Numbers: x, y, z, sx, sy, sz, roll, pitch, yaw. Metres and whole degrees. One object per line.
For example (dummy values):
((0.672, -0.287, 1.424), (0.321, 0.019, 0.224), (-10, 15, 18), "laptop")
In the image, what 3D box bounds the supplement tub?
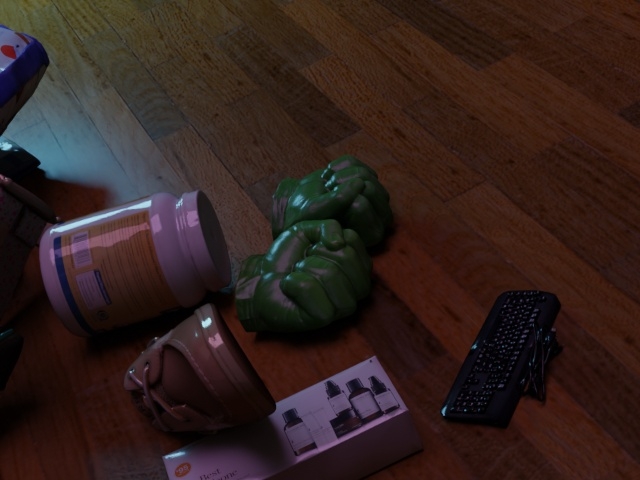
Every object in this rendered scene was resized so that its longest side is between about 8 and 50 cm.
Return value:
((-0.221, 0.025, 1.548), (0.199, 0.144, 0.144), (-16, 34, 7), "supplement tub")

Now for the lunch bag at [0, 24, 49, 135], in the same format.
((-0.610, -0.176, 1.883), (0.385, 0.239, 0.328), (-16, 22, 11), "lunch bag")

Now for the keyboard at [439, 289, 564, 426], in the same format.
((0.193, 0.107, 1.302), (0.100, 0.038, 0.192), (2, 40, 30), "keyboard")

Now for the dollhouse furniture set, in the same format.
((-0.394, 0.077, 1.530), (0.174, 0.355, 0.303), (16, 76, 25), "dollhouse furniture set")

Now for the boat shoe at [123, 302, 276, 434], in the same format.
((-0.128, 0.145, 1.259), (0.110, 0.122, 0.341), (-31, -2, -13), "boat shoe")

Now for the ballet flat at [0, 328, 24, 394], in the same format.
((-0.443, 0.208, 1.461), (0.280, 0.096, 0.095), (-31, 0, 0), "ballet flat")

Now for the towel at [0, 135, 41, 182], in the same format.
((-0.594, -0.112, 2.052), (0.209, 0.034, 0.285), (-35, 38, -24), "towel")

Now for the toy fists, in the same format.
((0.000, 0.000, 1.509), (0.142, 0.096, 0.279), (-5, 35, 21), "toy fists")

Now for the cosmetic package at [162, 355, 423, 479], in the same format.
((-0.030, 0.207, 1.261), (0.239, 0.060, 0.099), (-25, 32, -5), "cosmetic package")
